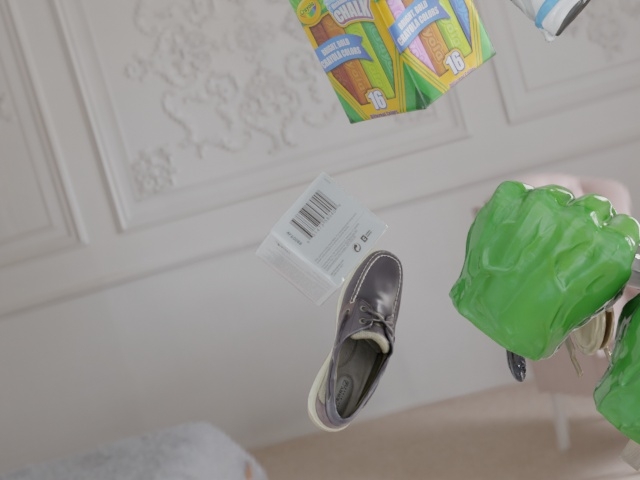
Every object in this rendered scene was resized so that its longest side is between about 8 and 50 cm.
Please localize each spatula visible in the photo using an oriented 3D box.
[{"bbox_3d":[0.233,0.098,1.469,0.030,0.084,0.296,-26,21,10],"label":"spatula"}]

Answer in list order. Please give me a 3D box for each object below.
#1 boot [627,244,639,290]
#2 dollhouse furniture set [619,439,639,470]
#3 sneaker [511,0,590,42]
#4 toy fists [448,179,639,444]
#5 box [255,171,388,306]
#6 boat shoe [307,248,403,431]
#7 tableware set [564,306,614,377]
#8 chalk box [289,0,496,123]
[{"bbox_3d":[0.400,0.039,1.357,0.209,0.076,0.190,10,1,-16],"label":"boot"},{"bbox_3d":[0.417,0.201,1.200,0.123,0.151,0.144,37,13,31],"label":"dollhouse furniture set"},{"bbox_3d":[0.183,-0.218,0.936,0.071,0.083,0.190,-50,-1,19],"label":"sneaker"},{"bbox_3d":[0.246,0.054,0.936,0.096,0.279,0.142,-36,-22,-50],"label":"toy fists"},{"bbox_3d":[0.000,0.000,1.296,0.101,0.102,0.087,-50,1,-24],"label":"box"},{"bbox_3d":[0.067,0.145,1.681,0.103,0.285,0.092,28,-17,-17],"label":"boat shoe"},{"bbox_3d":[0.340,0.065,1.470,0.039,0.128,0.194,2,40,-12],"label":"tableware set"},{"bbox_3d":[0.089,-0.345,1.674,0.179,0.289,0.180,-40,19,-31],"label":"chalk box"}]
